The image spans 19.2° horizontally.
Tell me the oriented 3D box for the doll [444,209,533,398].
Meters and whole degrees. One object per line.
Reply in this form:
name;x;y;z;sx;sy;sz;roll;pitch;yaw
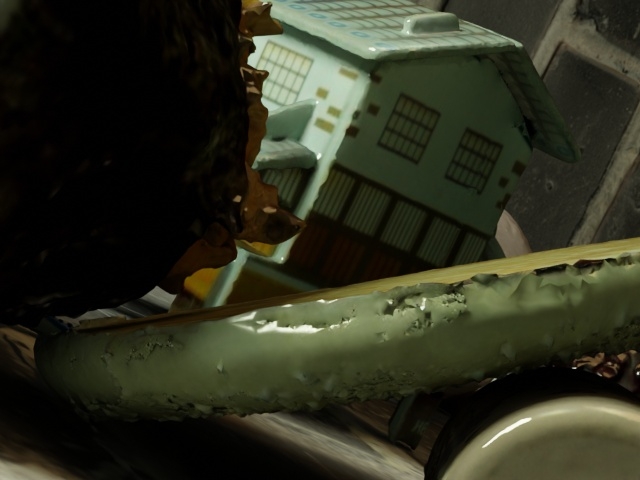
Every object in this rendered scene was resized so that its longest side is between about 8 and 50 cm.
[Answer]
doll;0.000;0.000;1.258;0.287;0.151;0.151;24;2;23

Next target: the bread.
bread;0.027;0.032;0.689;0.267;0.040;0.267;-9;-1;0

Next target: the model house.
model house;-0.013;-0.037;1.012;0.198;0.215;0.224;26;2;-41

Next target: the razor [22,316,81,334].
razor;-0.110;0.028;0.797;0.154;0.028;0.044;26;-5;-27

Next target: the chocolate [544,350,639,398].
chocolate;0.242;0.121;1.547;0.156;0.156;0.133;28;22;30

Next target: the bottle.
bottle;0.090;0.091;0.660;0.110;0.097;0.209;-12;1;4

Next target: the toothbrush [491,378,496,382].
toothbrush;0.211;0.150;1.676;0.162;0.014;0.017;26;-16;3

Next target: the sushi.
sushi;-0.181;-0.106;0.673;0.348;0.234;0.207;53;11;25

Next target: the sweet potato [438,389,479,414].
sweet potato;0.113;0.118;1.253;0.115;0.026;0.026;30;4;28
